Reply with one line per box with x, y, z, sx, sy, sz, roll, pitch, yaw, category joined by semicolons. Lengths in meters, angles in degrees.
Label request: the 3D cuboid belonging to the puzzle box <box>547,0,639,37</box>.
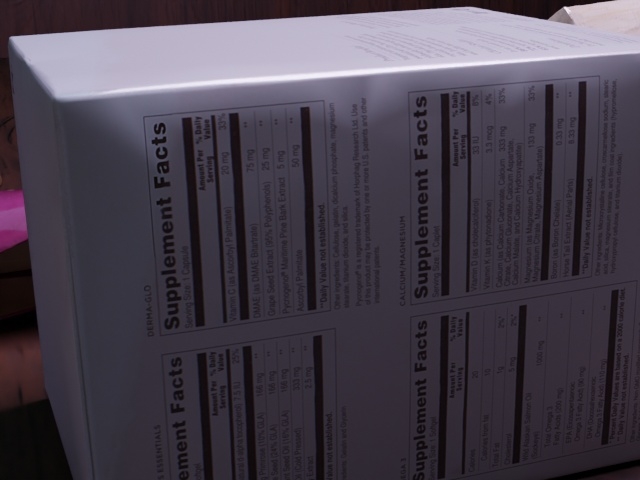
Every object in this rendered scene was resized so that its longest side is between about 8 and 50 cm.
0.241;-0.094;0.806;0.409;0.052;0.272;-14;-16;-35;puzzle box

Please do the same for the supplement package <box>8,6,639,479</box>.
0.000;0.000;0.529;0.262;0.198;0.199;-7;18;-18;supplement package

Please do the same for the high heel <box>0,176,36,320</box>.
-0.130;0.026;0.704;0.377;0.127;0.181;5;49;4;high heel
